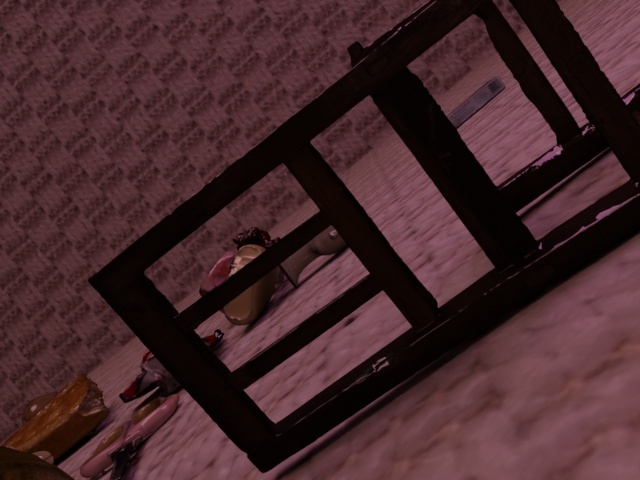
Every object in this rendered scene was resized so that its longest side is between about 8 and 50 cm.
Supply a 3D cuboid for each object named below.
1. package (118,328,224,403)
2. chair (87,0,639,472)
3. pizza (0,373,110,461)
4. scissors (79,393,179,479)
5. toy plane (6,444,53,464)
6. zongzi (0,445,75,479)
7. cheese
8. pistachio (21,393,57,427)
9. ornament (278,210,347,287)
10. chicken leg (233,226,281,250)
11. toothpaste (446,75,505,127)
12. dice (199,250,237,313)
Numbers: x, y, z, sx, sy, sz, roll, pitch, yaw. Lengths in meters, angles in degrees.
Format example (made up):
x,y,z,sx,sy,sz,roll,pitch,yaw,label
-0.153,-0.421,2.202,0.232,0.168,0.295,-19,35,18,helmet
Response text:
x,y,z,sx,sy,sz,roll,pitch,yaw,label
-0.237,0.196,1.144,0.194,0.071,0.269,-25,-1,-15,package
0.081,-0.058,0.529,0.416,0.203,0.240,-36,11,13,chair
-0.523,0.381,1.380,0.268,0.087,0.258,-41,11,-15,pizza
-0.242,0.258,0.900,0.160,0.024,0.317,-38,6,-9,scissors
-0.544,0.425,1.164,0.244,0.092,0.229,-45,-6,-29,toy plane
-0.263,0.283,0.469,0.274,0.145,0.300,-18,37,59,zongzi
-0.098,0.062,1.214,0.050,0.127,0.255,8,7,12,cheese
-0.626,0.410,1.693,0.126,0.108,0.185,-15,2,7,pistachio
0.000,0.000,1.154,0.156,0.074,0.081,-38,12,-8,ornament
-0.101,0.019,1.325,0.090,0.048,0.219,3,-14,13,chicken leg
0.324,-0.289,1.550,0.164,0.034,0.046,-40,3,-12,toothpaste
-0.158,0.081,1.306,0.094,0.091,0.093,-54,0,-22,dice
